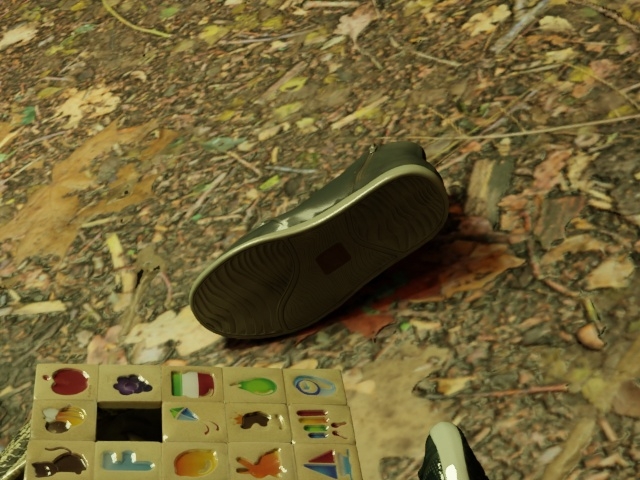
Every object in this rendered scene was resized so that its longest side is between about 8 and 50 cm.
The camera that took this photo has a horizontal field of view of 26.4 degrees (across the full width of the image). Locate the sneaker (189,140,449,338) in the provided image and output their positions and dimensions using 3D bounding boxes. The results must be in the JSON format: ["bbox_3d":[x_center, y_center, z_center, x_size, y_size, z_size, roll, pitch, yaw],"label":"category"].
[{"bbox_3d":[0.000,0.000,1.097,0.222,0.083,0.118,-27,16,8],"label":"sneaker"}]

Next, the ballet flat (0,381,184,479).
[{"bbox_3d":[-0.217,0.239,0.776,0.182,0.164,0.483,-38,7,49],"label":"ballet flat"}]

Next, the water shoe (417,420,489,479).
[{"bbox_3d":[0.068,0.190,0.805,0.080,0.073,0.203,-22,35,12],"label":"water shoe"}]

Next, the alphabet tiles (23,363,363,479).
[{"bbox_3d":[-0.072,0.143,0.786,0.198,0.009,0.237,2,30,-8],"label":"alphabet tiles"}]
